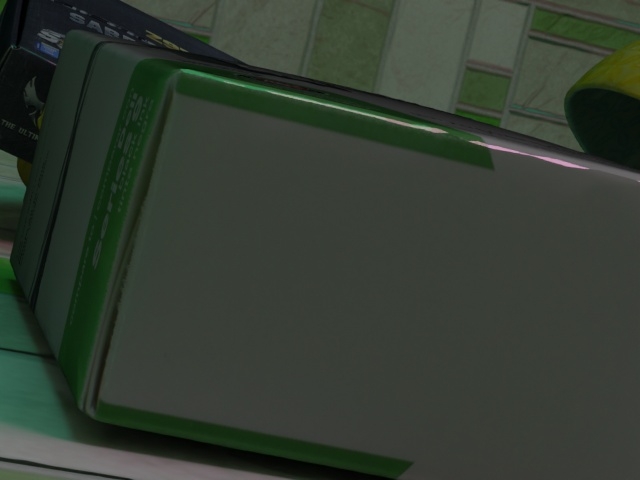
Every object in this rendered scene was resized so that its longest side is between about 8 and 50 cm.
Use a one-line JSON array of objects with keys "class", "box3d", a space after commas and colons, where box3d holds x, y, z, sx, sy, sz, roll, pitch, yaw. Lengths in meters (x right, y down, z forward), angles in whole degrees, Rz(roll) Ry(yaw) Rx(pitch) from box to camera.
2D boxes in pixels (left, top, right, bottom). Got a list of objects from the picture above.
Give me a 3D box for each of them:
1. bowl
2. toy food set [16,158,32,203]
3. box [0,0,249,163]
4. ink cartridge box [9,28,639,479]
[{"class": "bowl", "box3d": [0.369, -0.094, 1.635, 0.289, 0.156, 0.289, 38, -10, 8]}, {"class": "toy food set", "box3d": [-0.116, -0.038, 1.145, 0.128, 0.071, 0.218, 41, 17, 17]}, {"class": "box", "box3d": [-0.072, -0.062, 1.042, 0.233, 0.059, 0.183, 26, 17, -14]}, {"class": "ink cartridge box", "box3d": [0.000, 0.000, 0.748, 0.211, 0.121, 0.289, 12, 6, -16]}]
